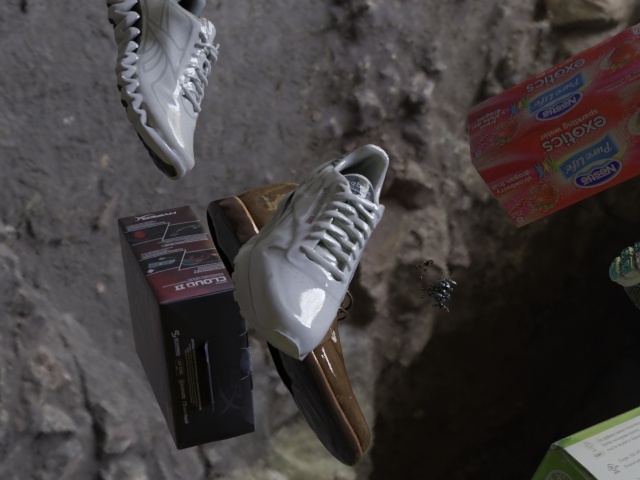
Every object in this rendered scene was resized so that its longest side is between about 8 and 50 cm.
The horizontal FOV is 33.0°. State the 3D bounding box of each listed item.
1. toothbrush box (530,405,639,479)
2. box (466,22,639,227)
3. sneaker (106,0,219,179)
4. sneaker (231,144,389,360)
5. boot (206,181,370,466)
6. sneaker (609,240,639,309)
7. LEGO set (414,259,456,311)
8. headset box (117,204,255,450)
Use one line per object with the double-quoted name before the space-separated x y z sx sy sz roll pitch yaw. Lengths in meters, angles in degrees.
"toothbrush box" 0.187 0.233 0.662 0.206 0.122 0.283 -11 133 -39
"box" 0.381 -0.165 1.579 0.154 0.300 0.142 50 27 -31
"sneaker" -0.174 -0.201 1.259 0.118 0.292 0.110 -16 147 2
"sneaker" 0.000 0.000 0.877 0.095 0.090 0.235 -37 -159 30
"boot" -0.003 0.079 1.117 0.115 0.305 0.112 -21 172 -24
"sneaker" 0.365 0.019 1.032 0.166 0.076 0.065 -27 -164 20
"LEGO set" 0.165 0.064 1.562 0.054 0.083 0.023 -39 162 -15
"headset box" -0.174 0.113 1.411 0.110 0.293 0.218 -12 118 -17
